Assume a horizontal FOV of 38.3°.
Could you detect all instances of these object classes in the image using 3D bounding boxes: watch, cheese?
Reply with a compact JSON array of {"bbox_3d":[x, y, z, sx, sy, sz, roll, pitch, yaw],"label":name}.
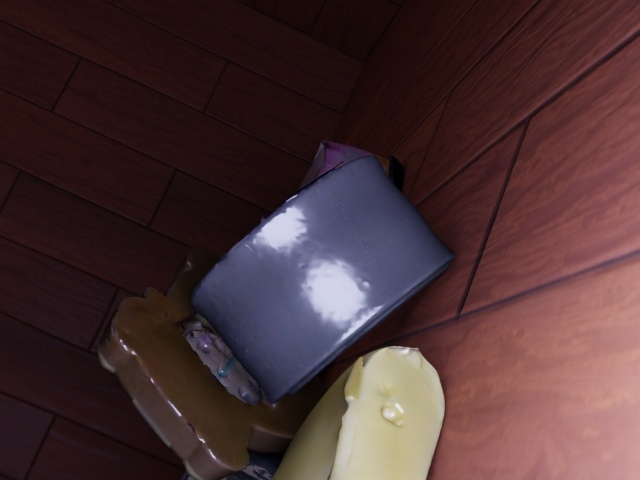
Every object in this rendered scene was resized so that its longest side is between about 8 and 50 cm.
[{"bbox_3d":[-0.021,0.069,1.035,0.327,0.314,0.335,-43,-9,22],"label":"watch"},{"bbox_3d":[0.003,0.265,0.888,0.316,0.128,0.259,-54,3,38],"label":"cheese"}]

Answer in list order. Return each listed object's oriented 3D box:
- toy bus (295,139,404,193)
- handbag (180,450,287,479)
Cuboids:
[{"bbox_3d":[0.000,0.000,1.730,0.171,0.162,0.386,-77,12,-57],"label":"toy bus"},{"bbox_3d":[-0.116,0.383,1.131,0.275,0.178,0.301,-153,87,-84],"label":"handbag"}]
